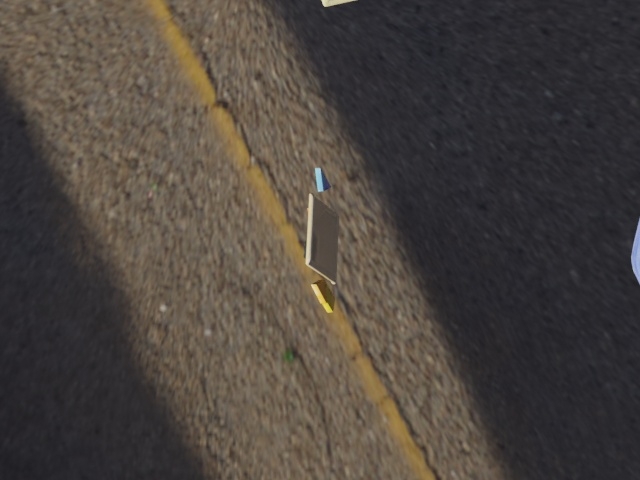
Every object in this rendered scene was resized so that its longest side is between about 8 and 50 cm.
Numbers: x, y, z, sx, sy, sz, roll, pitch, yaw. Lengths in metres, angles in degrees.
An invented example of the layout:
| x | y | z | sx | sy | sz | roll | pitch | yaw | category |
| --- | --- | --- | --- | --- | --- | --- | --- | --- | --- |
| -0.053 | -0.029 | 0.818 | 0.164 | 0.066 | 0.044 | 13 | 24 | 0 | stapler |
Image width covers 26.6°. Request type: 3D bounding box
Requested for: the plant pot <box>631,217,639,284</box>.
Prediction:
| x | y | z | sx | sy | sz | roll | pitch | yaw | category |
| --- | --- | --- | --- | --- | --- | --- | --- | --- | --- |
| 0.289 | 0.002 | 0.564 | 0.212 | 0.236 | 0.236 | -11 | 141 | -13 | plant pot |

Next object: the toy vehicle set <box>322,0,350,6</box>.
| x | y | z | sx | sy | sz | roll | pitch | yaw | category |
| --- | --- | --- | --- | --- | --- | --- | --- | --- | --- |
| 0.121 | -0.285 | 1.093 | 0.266 | 0.035 | 0.166 | -13 | 146 | -6 | toy vehicle set |

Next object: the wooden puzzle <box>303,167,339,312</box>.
| x | y | z | sx | sy | sz | roll | pitch | yaw | category |
| --- | --- | --- | --- | --- | --- | --- | --- | --- | --- |
| 0.000 | 0.000 | 1.236 | 0.014 | 0.078 | 0.116 | -4 | 64 | 20 | wooden puzzle |
